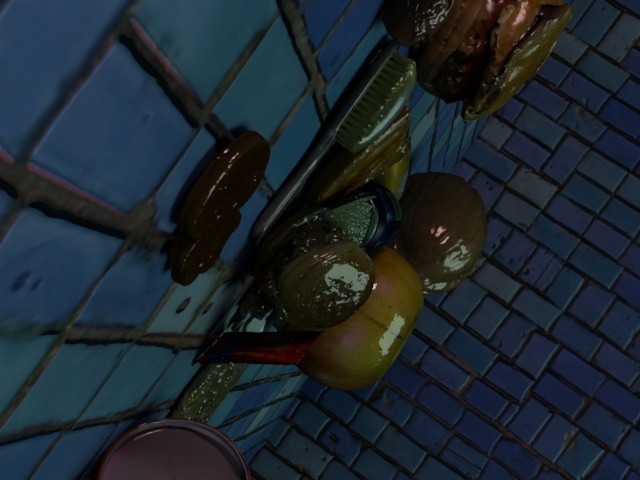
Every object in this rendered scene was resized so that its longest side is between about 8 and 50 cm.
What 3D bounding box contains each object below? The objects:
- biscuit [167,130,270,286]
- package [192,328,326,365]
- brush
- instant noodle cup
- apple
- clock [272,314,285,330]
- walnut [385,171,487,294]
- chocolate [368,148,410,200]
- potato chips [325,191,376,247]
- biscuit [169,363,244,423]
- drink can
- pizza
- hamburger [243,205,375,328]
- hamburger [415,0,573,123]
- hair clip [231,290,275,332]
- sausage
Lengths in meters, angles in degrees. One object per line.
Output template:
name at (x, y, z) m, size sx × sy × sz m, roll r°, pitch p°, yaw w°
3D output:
biscuit at (-0.102, -0.030, 0.767) m, size 0.124 × 0.026 × 0.175 m, roll -40°, pitch 162°, yaw -54°
package at (-0.088, 0.150, 1.125) m, size 0.200 × 0.022 × 0.083 m, roll -7°, pitch -158°, yaw 38°
brush at (0.021, -0.111, 1.001) m, size 0.313 × 0.067 × 0.072 m, roll -53°, pitch 172°, yaw -1°
instant noodle cup at (-0.203, 0.371, 1.067) m, size 0.250 × 0.250 × 0.192 m, roll -46°, pitch 158°, yaw -45°
apple at (0.051, 0.128, 1.459) m, size 0.286 × 0.233 × 0.286 m, roll -55°, pitch 168°, yaw -18°
clock at (-0.050, 0.093, 1.197) m, size 0.085 × 0.017 × 0.085 m, roll -158°, pitch -90°, yaw -89°
walnut at (0.245, -0.009, 1.860) m, size 0.313 × 0.277 × 0.252 m, roll -55°, pitch 134°, yaw -39°
chocolate at (0.112, -0.130, 1.368) m, size 0.085 × 0.085 × 0.219 m, roll -53°, pitch 167°, yaw -15°
potato chips at (0.000, 0.000, 1.153) m, size 0.142 × 0.026 × 0.209 m, roll 14°, pitch 131°, yaw -35°
biscuit at (-0.184, 0.249, 1.312) m, size 0.220 × 0.033 × 0.220 m, roll -53°, pitch 169°, yaw -15°
drink can at (0.062, -0.038, 1.289) m, size 0.118 × 0.118 × 0.205 m, roll -57°, pitch 169°, yaw 9°
pizza at (0.060, -0.120, 1.137) m, size 0.201 × 0.053 × 0.193 m, roll -43°, pitch 168°, yaw 17°
hamburger at (-0.020, 0.048, 1.061) m, size 0.185 × 0.131 × 0.159 m, roll -29°, pitch 147°, yaw -6°
hamburger at (0.248, -0.299, 1.195) m, size 0.244 × 0.163 × 0.244 m, roll -45°, pitch 170°, yaw -10°
hair clip at (-0.088, 0.105, 1.252) m, size 0.116 × 0.049 × 0.172 m, roll -50°, pitch 173°, yaw -2°
sausage at (0.173, -0.348, 0.907) m, size 0.304 × 0.078 × 0.078 m, roll -54°, pitch 171°, yaw -1°
